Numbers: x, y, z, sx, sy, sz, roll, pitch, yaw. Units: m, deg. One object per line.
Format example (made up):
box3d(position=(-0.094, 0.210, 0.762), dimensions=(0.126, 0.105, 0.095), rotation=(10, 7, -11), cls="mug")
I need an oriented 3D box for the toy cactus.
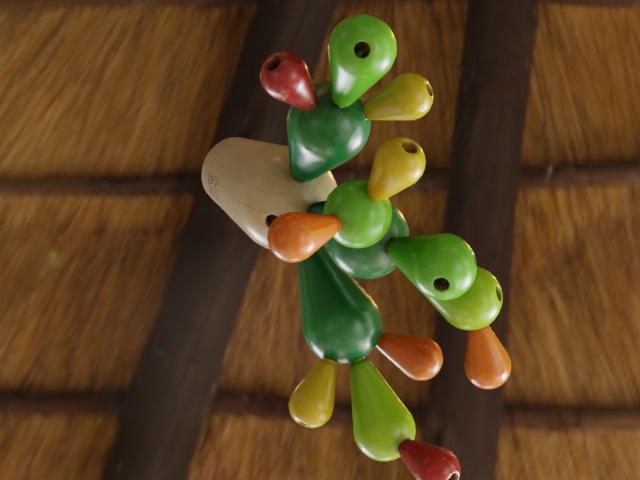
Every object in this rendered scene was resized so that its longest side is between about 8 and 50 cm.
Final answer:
box3d(position=(0.000, 0.000, 0.845), dimensions=(0.112, 0.180, 0.219), rotation=(-31, -56, -24), cls="toy cactus")
